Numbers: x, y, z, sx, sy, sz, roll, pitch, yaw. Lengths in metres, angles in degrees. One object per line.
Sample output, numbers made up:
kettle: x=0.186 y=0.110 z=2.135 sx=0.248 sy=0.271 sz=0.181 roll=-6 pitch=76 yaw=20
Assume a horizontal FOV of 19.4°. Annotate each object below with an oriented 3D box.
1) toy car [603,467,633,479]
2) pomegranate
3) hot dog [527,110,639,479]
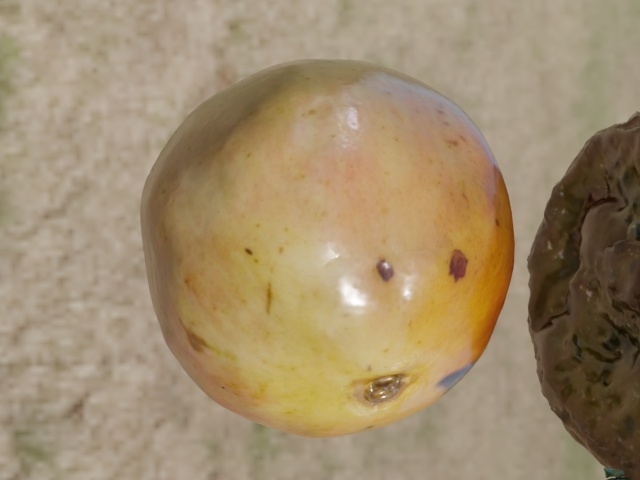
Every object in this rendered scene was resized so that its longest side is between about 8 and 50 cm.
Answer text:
toy car: x=0.220 y=0.178 z=0.865 sx=0.141 sy=0.321 sz=0.097 roll=48 pitch=50 yaw=-27
pomegranate: x=-0.002 y=0.002 z=0.906 sx=0.191 sy=0.191 sz=0.191 roll=-2 pitch=90 yaw=-74
hot dog: x=0.211 y=0.043 z=1.032 sx=0.272 sy=0.122 sz=0.196 roll=57 pitch=-47 yaw=53
